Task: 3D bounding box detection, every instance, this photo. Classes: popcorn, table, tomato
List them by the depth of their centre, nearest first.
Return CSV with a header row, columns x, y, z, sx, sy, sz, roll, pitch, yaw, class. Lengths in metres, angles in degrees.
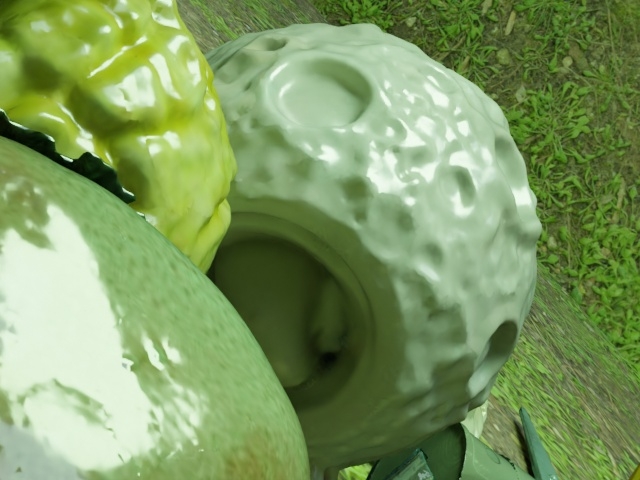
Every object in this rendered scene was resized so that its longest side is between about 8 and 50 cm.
x,y,z,sx,sy,sz,roll,pitch,yaw,class
-0.147,0.090,0.508,0.303,0.239,0.303,43,17,-16,tomato
-0.190,-0.046,0.792,0.293,0.292,0.237,-114,-168,-58,popcorn
0.152,0.258,1.160,0.220,0.126,0.126,38,15,-24,table

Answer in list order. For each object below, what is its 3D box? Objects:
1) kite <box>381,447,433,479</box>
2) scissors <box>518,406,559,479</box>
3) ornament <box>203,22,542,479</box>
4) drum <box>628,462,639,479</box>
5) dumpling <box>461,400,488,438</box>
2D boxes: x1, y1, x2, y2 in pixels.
x,y,z,sx,sy,sz,roll,pitch,yaw,class
0.085,0.284,0.951,0.314,0.011,0.335,18,43,-29,kite
0.278,0.308,1.604,0.192,0.029,0.447,42,14,-16,scissors
0.000,0.000,1.030,0.337,0.337,0.337,42,13,-12,ornament
0.457,0.330,1.191,0.214,0.431,0.431,29,19,-27,drum
0.066,0.131,1.318,0.252,0.131,0.179,30,42,-20,dumpling
